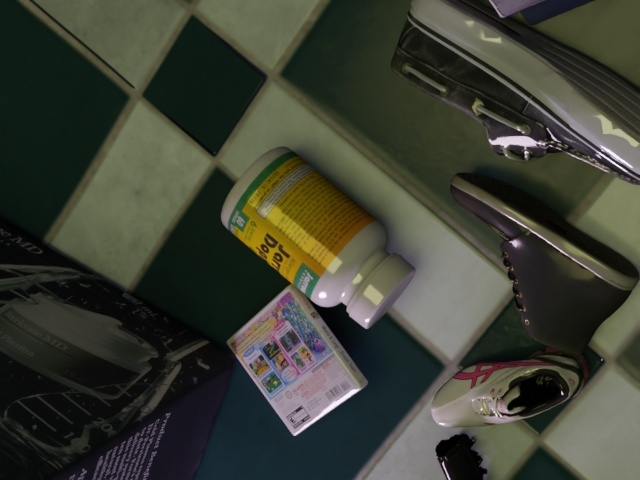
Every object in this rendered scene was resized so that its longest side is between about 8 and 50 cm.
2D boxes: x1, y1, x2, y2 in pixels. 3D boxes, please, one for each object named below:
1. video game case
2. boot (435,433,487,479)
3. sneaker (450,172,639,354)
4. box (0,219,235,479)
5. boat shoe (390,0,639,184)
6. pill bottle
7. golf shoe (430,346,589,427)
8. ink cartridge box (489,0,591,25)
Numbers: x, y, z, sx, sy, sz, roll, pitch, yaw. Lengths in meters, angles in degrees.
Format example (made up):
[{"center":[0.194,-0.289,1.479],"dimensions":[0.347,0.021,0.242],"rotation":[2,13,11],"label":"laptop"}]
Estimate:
[{"center":[-0.030,0.142,1.449],"dimensions":[0.143,0.019,0.157],"rotation":[54,137,6],"label":"video game case"},{"center":[0.158,0.276,1.370],"dimensions":[0.045,0.121,0.099],"rotation":[-20,98,23],"label":"boot"},{"center":[0.213,0.025,1.313],"dimensions":[0.222,0.083,0.118],"rotation":[35,112,13],"label":"sneaker"},{"center":[-0.440,0.205,1.417],"dimensions":[0.480,0.472,0.297],"rotation":[28,111,16],"label":"box"},{"center":[0.219,-0.139,1.274],"dimensions":[0.335,0.121,0.119],"rotation":[38,121,24],"label":"boat shoe"},{"center":[0.000,0.000,1.382],"dimensions":[0.208,0.117,0.117],"rotation":[40,113,11],"label":"pill bottle"},{"center":[0.196,0.165,1.348],"dimensions":[0.186,0.086,0.067],"rotation":[-23,92,27],"label":"golf shoe"},{"center":[0.269,-0.311,1.111],"dimensions":[0.304,0.307,0.072],"rotation":[-19,53,26],"label":"ink cartridge box"}]
